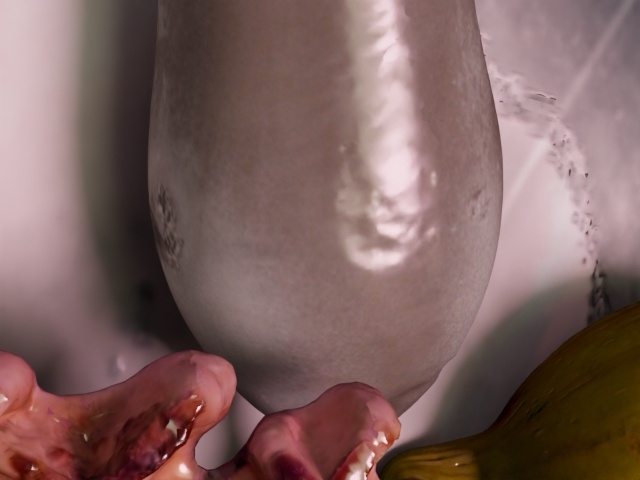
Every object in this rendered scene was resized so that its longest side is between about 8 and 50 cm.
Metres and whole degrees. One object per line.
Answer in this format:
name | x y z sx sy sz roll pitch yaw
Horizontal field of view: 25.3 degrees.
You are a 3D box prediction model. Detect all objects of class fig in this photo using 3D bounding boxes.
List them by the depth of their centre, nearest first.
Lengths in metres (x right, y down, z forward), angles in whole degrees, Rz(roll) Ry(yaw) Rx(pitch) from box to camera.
fig | 0.113 0.082 0.507 0.142 0.186 0.148 -70 174 -60

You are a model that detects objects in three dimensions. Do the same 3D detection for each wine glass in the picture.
wine glass | 0.000 0.000 0.398 0.103 0.103 0.222 -16 111 -34

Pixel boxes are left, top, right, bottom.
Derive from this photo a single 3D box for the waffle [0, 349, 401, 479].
waffle | -0.073 0.133 0.353 0.234 0.055 0.221 -8 104 -7
